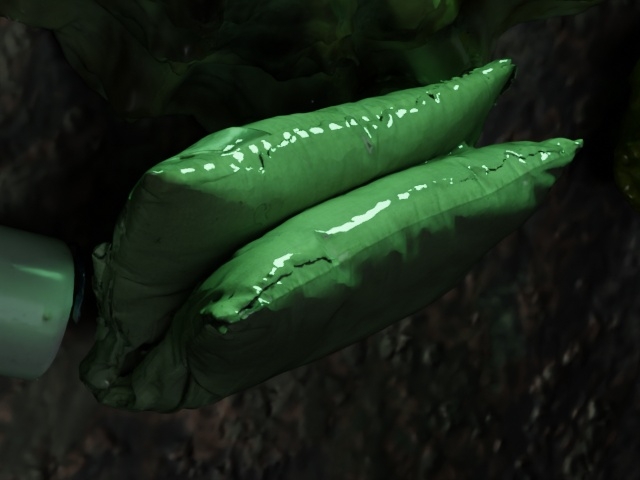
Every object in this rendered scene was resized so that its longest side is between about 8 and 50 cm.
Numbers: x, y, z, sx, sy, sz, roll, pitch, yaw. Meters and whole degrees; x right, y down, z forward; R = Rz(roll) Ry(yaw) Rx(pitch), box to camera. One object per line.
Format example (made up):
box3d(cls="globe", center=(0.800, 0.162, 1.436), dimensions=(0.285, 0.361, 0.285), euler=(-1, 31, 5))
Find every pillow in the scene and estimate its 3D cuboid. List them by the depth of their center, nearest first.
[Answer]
box3d(cls="pillow", center=(0.000, 0.000, 0.649), dimensions=(0.181, 0.134, 0.078), euler=(-22, 71, -33))

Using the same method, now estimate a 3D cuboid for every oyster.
box3d(cls="oyster", center=(-0.023, -0.158, 0.603), dimensions=(0.238, 0.115, 0.351), euler=(-47, 134, -6))

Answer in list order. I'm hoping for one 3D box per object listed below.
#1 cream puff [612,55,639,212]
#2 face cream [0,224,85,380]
box3d(cls="cream puff", center=(0.207, -0.050, 0.743), dimensions=(0.156, 0.156, 0.121), euler=(42, 71, -29))
box3d(cls="face cream", center=(-0.207, 0.003, 0.605), dimensions=(0.243, 0.058, 0.092), euler=(14, 111, -24))
